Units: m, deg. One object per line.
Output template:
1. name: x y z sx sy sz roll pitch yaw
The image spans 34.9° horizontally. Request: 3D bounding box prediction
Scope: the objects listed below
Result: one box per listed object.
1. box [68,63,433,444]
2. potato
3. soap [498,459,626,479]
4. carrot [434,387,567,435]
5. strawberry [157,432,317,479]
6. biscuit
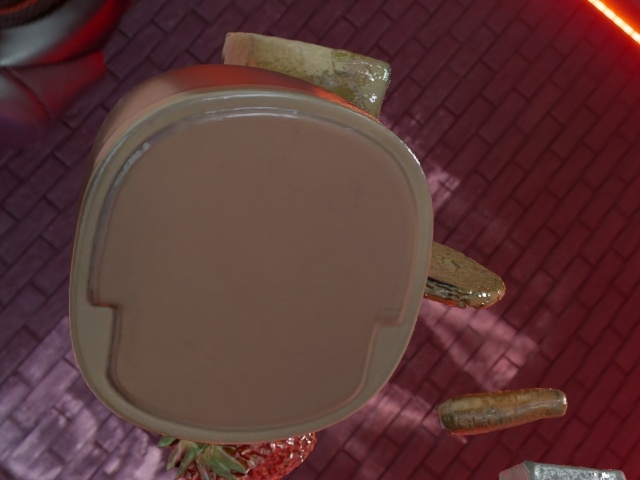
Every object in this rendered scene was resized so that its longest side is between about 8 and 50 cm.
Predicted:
1. box: -0.072 -0.004 0.851 0.301 0.301 0.216 -50 -156 6
2. potato: -0.045 -0.203 1.567 0.189 0.264 0.211 -107 -147 -83
3. soap: 0.512 0.593 2.028 0.107 0.296 0.285 -38 -133 47
4. carrot: 0.255 0.238 1.430 0.186 0.060 0.060 -8 -177 3
5. strawberry: -0.098 0.368 1.711 0.233 0.138 0.306 -22 155 32
6. biscuit: 0.176 0.048 1.571 0.226 0.226 0.042 -50 160 -72
